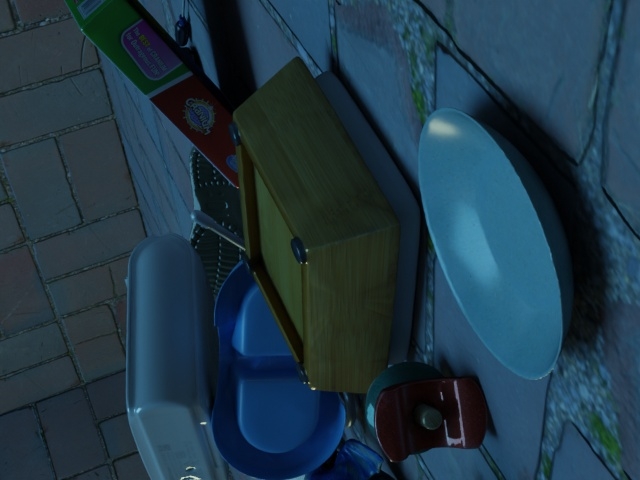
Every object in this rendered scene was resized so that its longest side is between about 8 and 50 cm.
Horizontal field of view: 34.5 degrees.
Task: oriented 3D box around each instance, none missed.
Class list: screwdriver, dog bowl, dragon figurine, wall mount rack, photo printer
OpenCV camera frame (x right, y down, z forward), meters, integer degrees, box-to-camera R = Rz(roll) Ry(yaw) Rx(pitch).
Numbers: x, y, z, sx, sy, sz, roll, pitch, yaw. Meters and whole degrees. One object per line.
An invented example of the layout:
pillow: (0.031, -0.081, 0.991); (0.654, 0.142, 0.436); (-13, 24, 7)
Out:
screwdriver: (-0.214, -0.353, 1.585); (0.170, 0.025, 0.024); (101, 147, -66)
dog bowl: (-0.053, 0.146, 1.273); (0.074, 0.166, 0.297); (-126, 38, -73)
dragon figurine: (0.048, 0.306, 1.291); (0.289, 0.144, 0.085); (13, 144, 46)
wall mount rack: (-0.074, 0.117, 1.468); (0.350, 0.131, 0.304); (-127, 25, -50)
photo printer: (-0.194, 0.162, 1.397); (0.256, 0.107, 0.307); (83, 179, -49)

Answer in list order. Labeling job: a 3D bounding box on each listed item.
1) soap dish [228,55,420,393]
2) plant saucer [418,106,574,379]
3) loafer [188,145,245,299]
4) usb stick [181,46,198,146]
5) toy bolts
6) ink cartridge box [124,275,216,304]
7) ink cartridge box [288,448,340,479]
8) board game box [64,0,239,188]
soap dish: (0.000, 0.000, 1.031); (0.290, 0.118, 0.229); (90, 156, -52)
plant saucer: (0.126, -0.002, 0.703); (0.195, 0.037, 0.194); (161, 90, -76)
loafer: (-0.155, -0.038, 1.628); (0.092, 0.102, 0.268); (-63, -22, -70)
usb stick: (-0.192, -0.179, 1.694); (0.077, 0.045, 0.278); (-146, 38, -69)
toy bolts: (0.064, 0.229, 0.971); (0.158, 0.218, 0.228); (175, 93, -81)
ink cartridge box: (-0.178, 0.158, 1.732); (0.121, 0.211, 0.289); (-16, 93, 68)
ink cartridge box: (0.051, 0.444, 1.590); (0.239, 0.060, 0.275); (23, 136, 38)
board game box: (-0.216, -0.237, 1.381); (0.316, 0.064, 0.242); (46, -175, -40)
